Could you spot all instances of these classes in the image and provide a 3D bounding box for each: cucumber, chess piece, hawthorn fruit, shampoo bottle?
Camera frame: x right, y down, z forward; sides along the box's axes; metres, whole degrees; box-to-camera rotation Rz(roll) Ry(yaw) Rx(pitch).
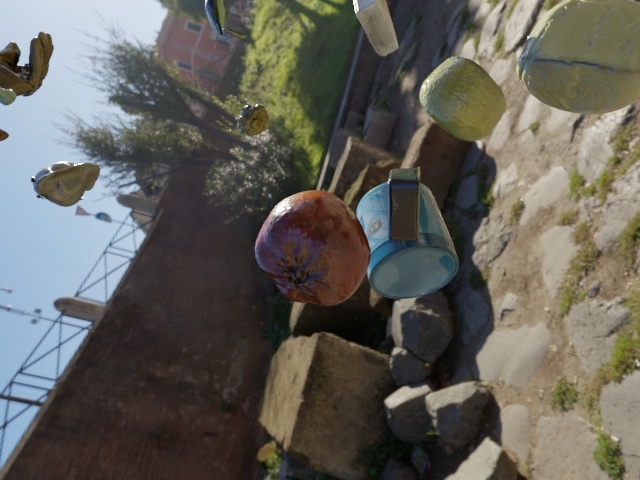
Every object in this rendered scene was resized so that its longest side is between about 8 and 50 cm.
[{"bbox_3d":[-0.410,-0.892,1.763,0.244,0.063,0.115,-154,68,-81],"label":"cucumber"},{"bbox_3d":[-0.779,-0.366,1.086,0.093,0.042,0.042,60,-140,-63],"label":"chess piece"},{"bbox_3d":[0.000,0.000,1.170,0.330,0.287,0.287,-57,-8,-49],"label":"hawthorn fruit"},{"bbox_3d":[0.319,-0.007,1.744,0.331,0.331,0.342,114,157,-46],"label":"shampoo bottle"}]

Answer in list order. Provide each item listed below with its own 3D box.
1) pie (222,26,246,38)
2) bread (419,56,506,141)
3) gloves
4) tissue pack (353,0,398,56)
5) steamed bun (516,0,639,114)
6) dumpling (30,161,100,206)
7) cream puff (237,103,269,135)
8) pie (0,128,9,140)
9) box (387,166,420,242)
[{"bbox_3d":[-0.308,-0.738,1.619,0.085,0.085,0.017,-91,23,-62],"label":"pie"},{"bbox_3d":[0.529,-0.522,1.727,0.237,0.320,0.320,-44,16,13],"label":"bread"},{"bbox_3d":[-0.903,-0.500,1.350,0.331,0.154,0.141,-61,-40,-42],"label":"gloves"},{"bbox_3d":[0.141,-0.693,1.298,0.071,0.170,0.325,-21,55,24],"label":"tissue pack"},{"bbox_3d":[0.590,-0.395,0.991,0.232,0.273,0.166,-60,-29,-17],"label":"steamed bun"},{"bbox_3d":[-0.968,-0.237,1.731,0.204,0.163,0.293,-63,-4,6],"label":"dumpling"},{"bbox_3d":[-0.289,-0.518,1.931,0.116,0.146,0.146,84,-170,-45],"label":"cream puff"},{"bbox_3d":[-0.737,-0.244,0.951,0.088,0.033,0.191,-58,-4,-19],"label":"pie"},{"bbox_3d":[0.242,-0.103,1.318,0.144,0.090,0.201,-67,-24,-61],"label":"box"}]
